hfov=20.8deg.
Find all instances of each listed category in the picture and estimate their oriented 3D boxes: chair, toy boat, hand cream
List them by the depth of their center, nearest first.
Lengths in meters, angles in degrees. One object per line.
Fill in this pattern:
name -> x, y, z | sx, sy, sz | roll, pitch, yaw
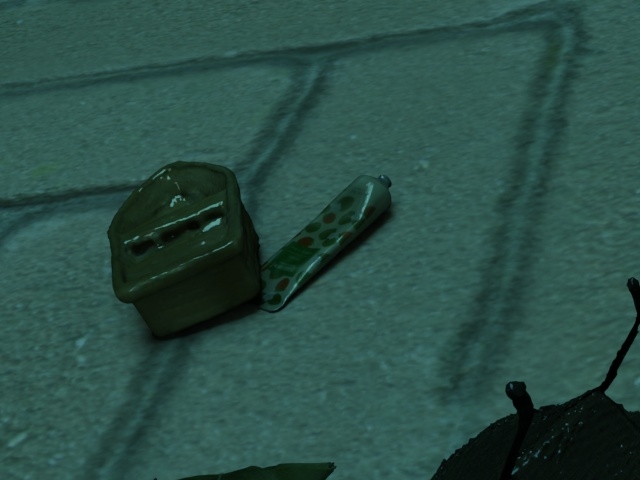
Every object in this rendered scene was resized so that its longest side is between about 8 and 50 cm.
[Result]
chair -> 0.157, 0.139, 1.025 | 0.174, 0.149, 0.213 | -38, -7, -28
hand cream -> 0.000, 0.000, 1.402 | 0.165, 0.037, 0.057 | -42, 37, -26
toy boat -> -0.109, 0.001, 1.411 | 0.116, 0.061, 0.188 | -24, 28, 6

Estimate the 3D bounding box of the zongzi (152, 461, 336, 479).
zongzi -> -0.036, 0.196, 1.066 | 0.131, 0.062, 0.154 | -9, 34, -10
